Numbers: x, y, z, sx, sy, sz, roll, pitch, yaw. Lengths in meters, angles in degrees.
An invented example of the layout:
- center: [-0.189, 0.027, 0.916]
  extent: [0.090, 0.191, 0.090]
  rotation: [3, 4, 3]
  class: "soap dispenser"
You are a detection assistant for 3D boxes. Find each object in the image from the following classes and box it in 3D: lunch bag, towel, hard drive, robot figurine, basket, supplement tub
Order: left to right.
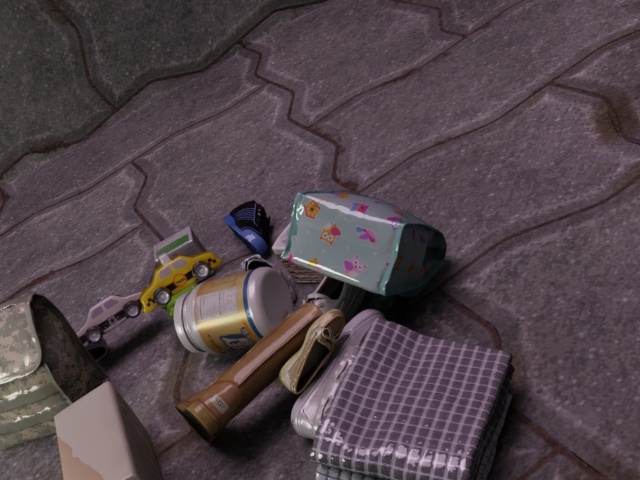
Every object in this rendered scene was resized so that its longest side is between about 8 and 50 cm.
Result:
- center: [-0.604, 0.252, 2.014]
  extent: [0.235, 0.287, 0.169]
  rotation: [-19, 29, 18]
  class: "lunch bag"
- center: [-0.289, 0.131, 2.153]
  extent: [0.101, 0.067, 0.115]
  rotation: [-31, 25, 24]
  class: "robot figurine"
- center: [-0.167, 0.139, 1.941]
  extent: [0.199, 0.144, 0.144]
  rotation: [-15, 31, 26]
  class: "supplement tub"
- center: [0.000, 0.000, 2.061]
  extent: [0.113, 0.103, 0.167]
  rotation: [-3, 38, 41]
  class: "basket"
- center: [0.090, 0.001, 1.810]
  extent: [0.223, 0.160, 0.262]
  rotation: [19, 10, 24]
  class: "lunch bag"
- center: [0.111, 0.130, 1.823]
  extent: [0.094, 0.022, 0.135]
  rotation: [-13, 32, 28]
  class: "hard drive"
- center: [0.139, 0.245, 1.442]
  extent: [0.235, 0.121, 0.284]
  rotation: [7, 40, 21]
  class: "towel"

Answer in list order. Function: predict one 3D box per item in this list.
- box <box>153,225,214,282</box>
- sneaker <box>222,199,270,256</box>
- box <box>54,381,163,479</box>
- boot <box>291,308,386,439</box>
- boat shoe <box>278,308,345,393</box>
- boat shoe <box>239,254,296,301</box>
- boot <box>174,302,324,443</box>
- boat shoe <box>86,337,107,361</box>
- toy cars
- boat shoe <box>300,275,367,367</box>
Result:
- center: [-0.310, 0.043, 2.284]
  extent: [0.101, 0.102, 0.087]
  rotation: [-30, 25, 2]
  class: "box"
- center: [-0.153, -0.037, 2.291]
  extent: [0.090, 0.081, 0.232]
  rotation: [-40, 27, -5]
  class: "sneaker"
- center: [-0.351, 0.388, 1.702]
  extent: [0.121, 0.148, 0.311]
  rotation: [-33, 26, -5]
  class: "box"
- center: [0.069, 0.227, 1.648]
  extent: [0.123, 0.095, 0.258]
  rotation: [10, 55, 42]
  class: "boot"
- center: [-0.005, 0.181, 1.638]
  extent: [0.153, 0.056, 0.048]
  rotation: [-49, 37, -9]
  class: "boat shoe"
- center: [-0.120, 0.068, 2.083]
  extent: [0.079, 0.081, 0.227]
  rotation: [-35, 28, -11]
  class: "boat shoe"
- center: [-0.114, 0.229, 1.733]
  extent: [0.269, 0.089, 0.236]
  rotation: [-41, 4, -18]
  class: "boot"
- center: [-0.542, 0.271, 2.175]
  extent: [0.184, 0.066, 0.063]
  rotation: [-26, 25, -15]
  class: "boat shoe"
- center: [-0.375, 0.106, 2.085]
  extent: [0.393, 0.087, 0.176]
  rotation: [-29, 8, 30]
  class: "toy cars"
- center: [0.005, 0.135, 1.845]
  extent: [0.096, 0.088, 0.267]
  rotation: [-1, 38, 42]
  class: "boat shoe"
